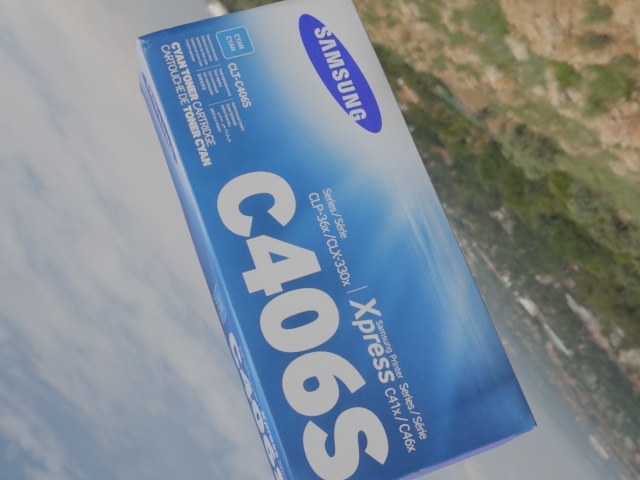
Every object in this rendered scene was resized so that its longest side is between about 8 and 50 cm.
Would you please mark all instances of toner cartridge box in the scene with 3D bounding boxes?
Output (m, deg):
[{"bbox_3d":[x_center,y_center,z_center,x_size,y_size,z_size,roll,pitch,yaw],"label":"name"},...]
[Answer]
[{"bbox_3d":[0.000,0.000,0.653,0.075,0.165,0.347,114,137,-68],"label":"toner cartridge box"}]
